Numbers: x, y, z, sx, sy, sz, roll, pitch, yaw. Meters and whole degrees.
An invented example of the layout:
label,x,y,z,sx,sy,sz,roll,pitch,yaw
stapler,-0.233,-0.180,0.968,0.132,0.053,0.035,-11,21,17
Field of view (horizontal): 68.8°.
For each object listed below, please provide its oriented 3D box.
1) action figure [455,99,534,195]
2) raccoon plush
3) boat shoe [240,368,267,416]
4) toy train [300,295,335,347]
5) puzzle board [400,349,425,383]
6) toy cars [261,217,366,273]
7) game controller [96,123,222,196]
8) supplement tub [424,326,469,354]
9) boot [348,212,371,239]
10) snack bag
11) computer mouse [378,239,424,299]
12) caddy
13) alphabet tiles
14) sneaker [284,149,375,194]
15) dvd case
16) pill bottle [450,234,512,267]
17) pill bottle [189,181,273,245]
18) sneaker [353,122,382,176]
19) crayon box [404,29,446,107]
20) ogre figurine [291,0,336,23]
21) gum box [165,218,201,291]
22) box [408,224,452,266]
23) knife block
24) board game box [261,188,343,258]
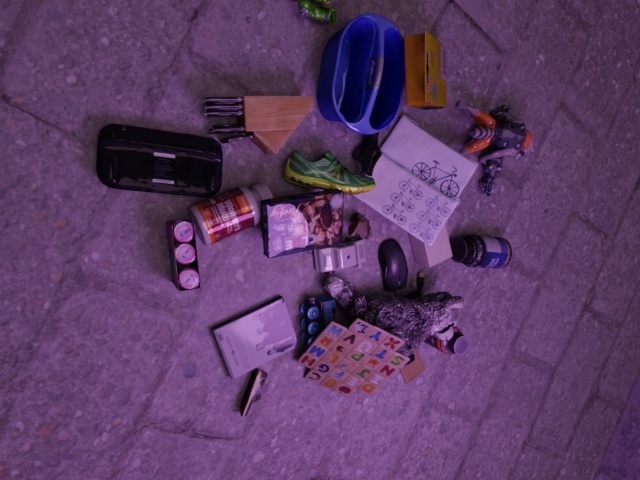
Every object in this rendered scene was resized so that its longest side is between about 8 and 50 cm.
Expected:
label,x,y,z,sx,sy,sz,roll,pitch,yaw
action figure,0.622,-0.331,1.679,0.329,0.178,0.342,1,96,-17
raccoon plush,0.268,0.201,1.534,0.299,0.216,0.446,-46,115,0
boat shoe,-0.207,0.480,1.463,0.049,0.056,0.152,22,88,-22
toy train,-0.005,0.269,1.514,0.105,0.080,0.184,-6,101,-26
puzzle board,0.337,0.463,1.757,0.096,0.011,0.128,-31,110,-18
toy cars,0.000,0.000,1.468,0.393,0.087,0.177,33,84,-27
game controller,-0.415,-0.207,1.235,0.318,0.067,0.167,3,93,-26
supplement tub,0.441,0.345,1.683,0.105,0.197,0.106,-4,100,-26
boot,0.134,-0.033,1.529,0.087,0.042,0.119,48,42,-28
snack bag,0.316,-0.203,1.533,0.323,0.037,0.343,35,81,5
computer mouse,0.300,0.120,1.653,0.183,0.060,0.262,-11,104,-24
caddy,0.133,-0.490,1.401,0.241,0.179,0.342,7,96,-26
alphabet tiles,0.100,0.381,1.485,0.285,0.011,0.343,27,125,-12
sneaker,0.040,-0.209,1.428,0.295,0.109,0.124,10,89,-18
dvd case,-0.198,0.301,1.453,0.238,0.029,0.180,-23,108,-21
pill bottle,0.598,0.041,1.753,0.219,0.122,0.123,4,97,-27
pill bottle,-0.244,-0.080,1.314,0.221,0.121,0.121,-25,109,-21
sneaker,0.169,-0.294,1.497,0.170,0.089,0.051,-58,144,-4
crayon box,0.325,-0.518,1.448,0.318,0.081,0.203,-26,115,-63
ogre figurine,-0.030,-0.718,1.330,0.118,0.096,0.197,-24,120,-33
gum box,-0.375,0.033,1.275,0.062,0.107,0.189,-8,102,-25
box,0.370,-0.055,1.639,0.113,0.094,0.275,-22,108,-21
knife block,-0.185,-0.371,1.313,0.242,0.088,0.276,42,80,-26
board game box,-0.048,-0.051,1.346,0.243,0.042,0.165,-12,116,-26
